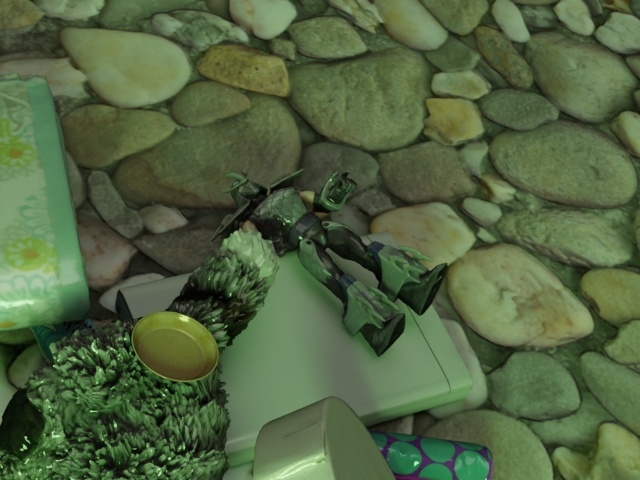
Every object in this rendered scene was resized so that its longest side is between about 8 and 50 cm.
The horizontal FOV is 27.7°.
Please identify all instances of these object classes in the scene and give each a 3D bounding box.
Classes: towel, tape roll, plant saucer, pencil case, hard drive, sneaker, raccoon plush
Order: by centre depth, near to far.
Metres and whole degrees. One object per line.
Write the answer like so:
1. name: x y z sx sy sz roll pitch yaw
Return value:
1. tape roll: 0.054 0.326 1.141 0.072 0.392 0.392 -24 57 8
2. plant saucer: -0.135 0.101 1.196 0.083 0.015 0.083 15 41 -14
3. raccoon plush: -0.095 0.184 1.221 0.299 0.216 0.446 28 67 23
4. towel: -0.428 -0.036 1.401 0.320 0.090 0.374 -9 45 -12
5. sneaker: -0.287 0.083 1.409 0.162 0.073 0.063 40 52 15
6. pencil case: 0.111 0.247 1.411 0.151 0.064 0.070 8 35 -11
7. hard drive: -0.029 0.119 1.480 0.353 0.047 0.233 -12 58 -25

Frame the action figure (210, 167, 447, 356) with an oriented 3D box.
1. action figure: 0.000 0.000 1.492 0.285 0.099 0.185 36 59 18
